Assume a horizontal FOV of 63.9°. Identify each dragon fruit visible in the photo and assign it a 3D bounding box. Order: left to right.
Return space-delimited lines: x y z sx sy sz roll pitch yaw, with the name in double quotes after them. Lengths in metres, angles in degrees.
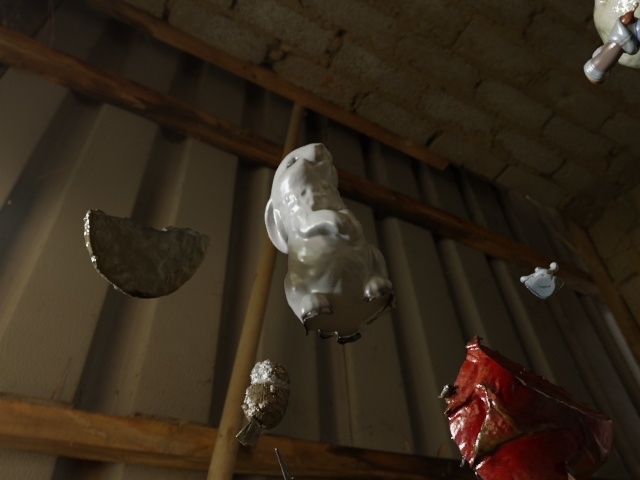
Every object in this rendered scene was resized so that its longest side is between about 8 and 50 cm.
0.411 0.372 1.027 0.343 0.100 0.282 29 -114 14 "dragon fruit"

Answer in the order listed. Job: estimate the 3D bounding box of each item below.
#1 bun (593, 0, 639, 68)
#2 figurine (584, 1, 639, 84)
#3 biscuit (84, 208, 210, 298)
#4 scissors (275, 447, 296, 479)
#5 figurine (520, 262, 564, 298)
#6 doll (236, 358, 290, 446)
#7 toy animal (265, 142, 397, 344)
0.552 -0.393 0.829 0.272 0.168 0.273 -1 -89 -24 "bun"
0.378 -0.239 0.551 0.093 0.197 0.147 34 -114 9 "figurine"
-0.294 0.032 0.873 0.032 0.133 0.250 9 177 35 "biscuit"
-0.094 0.691 1.495 0.100 0.015 0.189 -23 -85 -36 "scissors"
0.523 0.094 1.211 0.086 0.094 0.082 -57 -44 -54 "figurine"
-0.132 0.393 1.250 0.221 0.105 0.115 -80 -31 -50 "doll"
0.000 0.000 0.977 0.193 0.258 0.358 -10 -119 -20 "toy animal"
